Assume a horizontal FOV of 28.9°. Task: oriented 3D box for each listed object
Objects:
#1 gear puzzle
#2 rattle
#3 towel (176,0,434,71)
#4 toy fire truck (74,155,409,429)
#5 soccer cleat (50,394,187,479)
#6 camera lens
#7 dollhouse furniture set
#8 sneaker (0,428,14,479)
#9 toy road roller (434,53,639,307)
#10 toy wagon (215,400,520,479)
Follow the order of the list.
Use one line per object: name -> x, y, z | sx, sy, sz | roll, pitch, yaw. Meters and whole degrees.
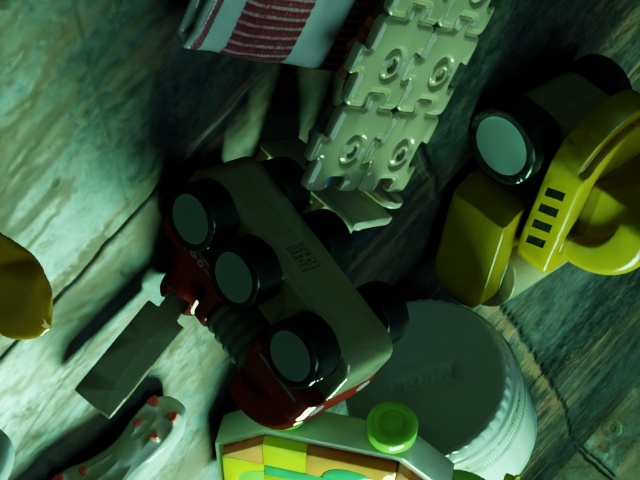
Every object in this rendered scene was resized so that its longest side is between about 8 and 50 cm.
gear puzzle -> 0.083, -0.193, 1.025 | 0.175, 0.044, 0.339 | -3, 124, -55
rattle -> -0.257, -0.016, 0.733 | 0.130, 0.142, 0.199 | -24, 156, -7
towel -> 0.038, -0.242, 0.971 | 0.329, 0.037, 0.237 | -5, 127, -56
toy fire truck -> -0.083, 0.082, 1.068 | 0.158, 0.217, 0.246 | -22, 158, -44
soccer cleat -> -0.206, 0.235, 1.233 | 0.196, 0.068, 0.076 | -42, 157, -20
camera lens -> 0.157, 0.210, 1.584 | 0.219, 0.219, 0.274 | -46, 154, -6
dollhouse furniture set -> 0.000, 0.000, 1.162 | 0.144, 0.123, 0.151 | -10, 135, -52
sneaker -> -0.338, 0.279, 1.014 | 0.295, 0.104, 0.147 | -49, 147, -7
toy road roller -> 0.297, -0.032, 1.448 | 0.202, 0.240, 0.329 | -29, 148, -35
toy wagon -> 0.053, 0.271, 1.411 | 0.267, 0.344, 0.068 | 92, 12, -53
